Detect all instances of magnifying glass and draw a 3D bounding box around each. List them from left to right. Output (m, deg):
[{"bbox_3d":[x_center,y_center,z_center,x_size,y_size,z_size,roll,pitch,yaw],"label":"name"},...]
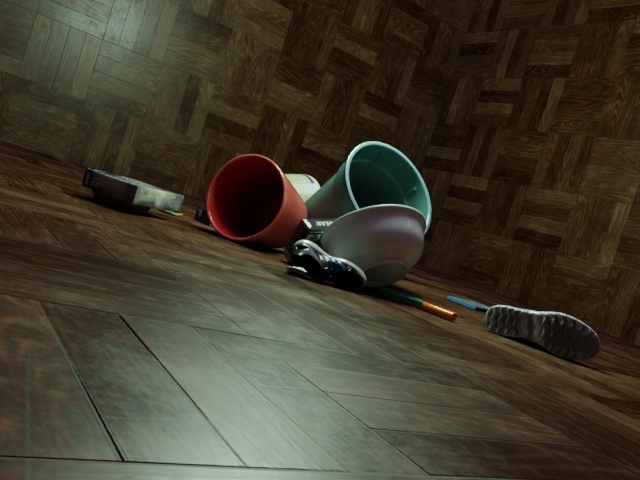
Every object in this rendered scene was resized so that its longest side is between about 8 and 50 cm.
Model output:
[{"bbox_3d":[0.251,0.162,1.714,0.231,0.026,0.092,21,4,39],"label":"magnifying glass"}]

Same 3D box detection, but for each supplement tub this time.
[{"bbox_3d":[-0.172,-0.137,2.455,0.316,0.228,0.228,-3,15,-36],"label":"supplement tub"}]

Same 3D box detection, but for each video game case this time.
[{"bbox_3d":[0.537,0.227,2.300,0.166,0.015,0.119,15,4,-45],"label":"video game case"}]

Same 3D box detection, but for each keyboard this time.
[{"bbox_3d":[0.000,0.089,1.701,0.072,0.014,0.256,19,4,26],"label":"keyboard"}]

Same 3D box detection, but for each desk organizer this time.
[{"bbox_3d":[-0.379,-0.077,2.248,0.050,0.047,0.130,18,2,-37],"label":"desk organizer"}]

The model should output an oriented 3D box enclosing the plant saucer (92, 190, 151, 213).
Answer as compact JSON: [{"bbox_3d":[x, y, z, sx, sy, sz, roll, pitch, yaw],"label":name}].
[{"bbox_3d":[-0.564,-0.106,1.855,0.169,0.029,0.168,17,2,-1],"label":"plant saucer"}]

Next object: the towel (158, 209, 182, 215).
[{"bbox_3d":[-0.501,-0.094,2.189,0.060,0.009,0.083,17,3,11],"label":"towel"}]

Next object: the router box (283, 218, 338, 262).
[{"bbox_3d":[0.000,0.000,1.834,0.179,0.133,0.046,-2,46,-40],"label":"router box"}]

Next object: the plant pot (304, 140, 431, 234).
[{"bbox_3d":[0.119,-0.089,2.108,0.341,0.340,0.334,16,-30,-31],"label":"plant pot"}]

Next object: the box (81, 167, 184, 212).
[{"bbox_3d":[-0.532,-0.142,1.874,0.183,0.056,0.231,18,3,21],"label":"box"}]

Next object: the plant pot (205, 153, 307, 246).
[{"bbox_3d":[-0.176,-0.097,2.021,0.275,0.274,0.243,19,-7,27],"label":"plant pot"}]

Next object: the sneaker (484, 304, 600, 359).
[{"bbox_3d":[0.572,0.223,1.678,0.281,0.105,0.115,18,3,25],"label":"sneaker"}]

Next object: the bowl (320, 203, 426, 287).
[{"bbox_3d":[0.156,0.037,1.766,0.298,0.134,0.297,-9,-30,-5],"label":"bowl"}]

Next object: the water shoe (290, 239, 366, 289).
[{"bbox_3d":[0.015,0.077,1.599,0.203,0.073,0.080,28,36,-5],"label":"water shoe"}]
